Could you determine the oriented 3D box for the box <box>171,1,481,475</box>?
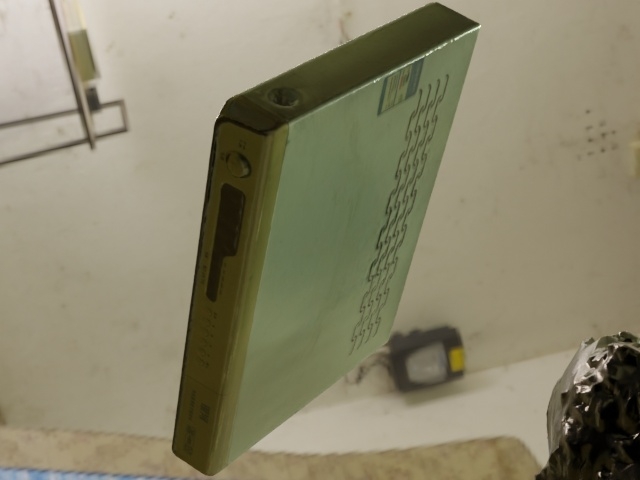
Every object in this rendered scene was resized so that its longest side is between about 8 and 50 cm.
[{"bbox_3d":[0.000,0.000,0.653,0.045,0.211,0.270,34,-44,24],"label":"box"}]

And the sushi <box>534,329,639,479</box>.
[{"bbox_3d":[0.282,0.240,0.732,0.329,0.328,0.285,21,-94,55],"label":"sushi"}]
